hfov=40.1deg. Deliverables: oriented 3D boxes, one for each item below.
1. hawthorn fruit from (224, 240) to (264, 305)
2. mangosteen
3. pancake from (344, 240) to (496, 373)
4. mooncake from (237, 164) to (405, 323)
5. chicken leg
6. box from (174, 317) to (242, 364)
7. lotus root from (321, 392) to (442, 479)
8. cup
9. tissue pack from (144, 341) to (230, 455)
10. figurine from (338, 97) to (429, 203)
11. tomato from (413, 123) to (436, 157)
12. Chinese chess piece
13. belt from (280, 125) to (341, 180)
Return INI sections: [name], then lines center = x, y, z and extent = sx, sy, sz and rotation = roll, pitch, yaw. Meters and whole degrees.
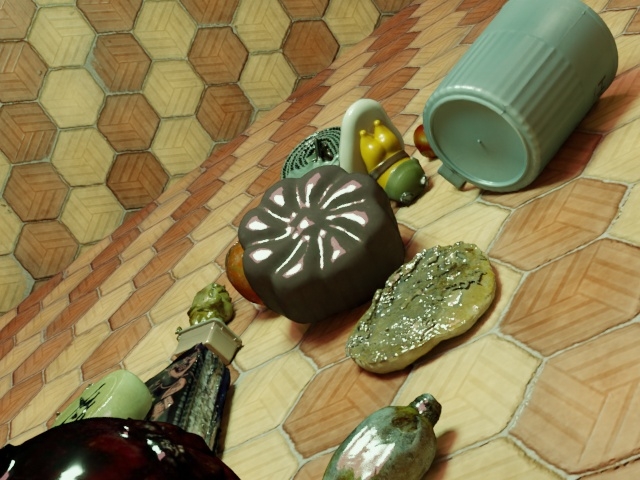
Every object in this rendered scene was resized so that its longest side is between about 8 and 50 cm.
[hawthorn fruit]
center = -0.103, 0.054, 1.806
extent = 0.173, 0.173, 0.173
rotation = -32, 20, 13
[mangosteen]
center = -0.263, 0.393, 0.972
extent = 0.421, 0.381, 0.381
rotation = -40, 20, -14
[pancake]
center = 0.160, 0.105, 1.413
extent = 0.282, 0.049, 0.282
rotation = -32, 20, 13
[mooncake]
center = 0.000, 0.000, 1.619
extent = 0.306, 0.154, 0.306
rotation = -9, 56, 13
[chicken leg]
center = -0.249, 0.167, 1.905
extent = 0.103, 0.088, 0.227
rotation = -14, 22, 18
[box]
center = -0.230, 0.215, 1.764
extent = 0.122, 0.089, 0.062
rotation = -22, 34, 36
[lotus root]
center = 0.084, 0.269, 1.103
extent = 0.192, 0.088, 0.113
rotation = -43, 37, -22
[cup]
center = 0.346, -0.272, 1.665
extent = 0.331, 0.257, 0.311
rotation = -6, 37, 53
[tissue pack]
center = -0.284, 0.342, 1.514
extent = 0.245, 0.123, 0.332
rotation = -37, 15, 15
[figurine]
center = 0.141, -0.169, 1.857
extent = 0.166, 0.250, 0.141
rotation = -37, 38, -14
[tomato]
center = 0.253, -0.226, 1.987
extent = 0.087, 0.087, 0.075
rotation = 1, 76, 60
[Chinese chess piece]
center = -0.367, 0.297, 1.450
extent = 0.188, 0.083, 0.188
rotation = -36, 13, 10
[belt]
center = 0.015, -0.155, 2.090
extent = 0.207, 0.150, 0.257
rotation = -28, 31, 14
